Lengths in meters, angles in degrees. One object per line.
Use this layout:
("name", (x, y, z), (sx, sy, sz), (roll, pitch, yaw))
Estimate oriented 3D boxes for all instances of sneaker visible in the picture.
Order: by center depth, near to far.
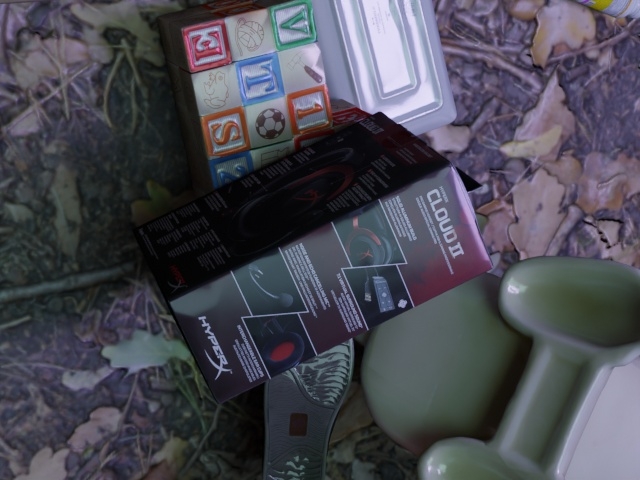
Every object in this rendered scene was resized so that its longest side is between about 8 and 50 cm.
("sneaker", (-0.024, 0.152, 1.632), (0.083, 0.118, 0.222), (10, 106, -9))

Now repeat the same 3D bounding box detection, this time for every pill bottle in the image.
("pill bottle", (0.308, -0.263, 1.749), (0.083, 0.043, 0.043), (16, 95, -29))

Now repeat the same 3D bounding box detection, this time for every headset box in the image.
("headset box", (0.000, 0.000, 1.445), (0.293, 0.218, 0.110), (-26, 111, -7))

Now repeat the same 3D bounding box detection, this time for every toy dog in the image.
("toy dog", (0.228, 0.192, 1.666), (0.408, 0.395, 0.284), (30, 74, -55))

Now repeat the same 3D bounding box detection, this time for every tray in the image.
("tray", (0.055, -0.222, 1.641), (0.145, 0.030, 0.270), (-23, 111, -21))

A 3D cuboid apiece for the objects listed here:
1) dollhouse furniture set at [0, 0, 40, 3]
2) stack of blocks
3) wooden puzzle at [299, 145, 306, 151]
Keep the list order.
("dollhouse furniture set", (-0.275, -0.342, 1.412), (0.212, 0.161, 0.242), (-8, 83, -25))
("stack of blocks", (-0.037, -0.087, 1.583), (0.171, 0.087, 0.297), (-17, 110, -16))
("wooden puzzle", (0.009, -0.056, 1.556), (0.083, 0.006, 0.049), (16, 98, -25))
